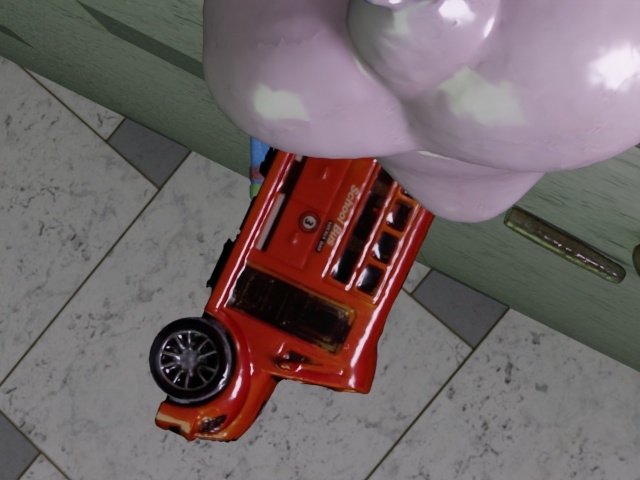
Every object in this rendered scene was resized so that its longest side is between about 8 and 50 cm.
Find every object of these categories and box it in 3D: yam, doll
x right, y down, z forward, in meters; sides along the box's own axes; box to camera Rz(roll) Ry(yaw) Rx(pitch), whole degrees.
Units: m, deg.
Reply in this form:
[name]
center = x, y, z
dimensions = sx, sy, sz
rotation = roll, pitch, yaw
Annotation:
[yam]
center = 0.210, 0.005, 1.502
dimensions = 0.116, 0.021, 0.021
rotation = 29, 178, -3
[doll]
center = 0.050, -0.061, 0.636
dimensions = 0.160, 0.094, 0.365
rotation = 2, 175, 7

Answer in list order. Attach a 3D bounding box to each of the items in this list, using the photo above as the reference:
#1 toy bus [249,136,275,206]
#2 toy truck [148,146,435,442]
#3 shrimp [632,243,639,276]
[toy bus]
center = 0.008, -0.045, 1.290
dimensions = 0.116, 0.134, 0.234
rotation = -3, 177, 2
[toy truck]
center = 0.000, 0.000, 0.944
dimensions = 0.114, 0.253, 0.107
rotation = 24, 178, 2
[shrimp]
center = 0.332, 0.085, 1.324
dimensions = 0.289, 0.075, 0.178
rotation = 28, -174, -27
